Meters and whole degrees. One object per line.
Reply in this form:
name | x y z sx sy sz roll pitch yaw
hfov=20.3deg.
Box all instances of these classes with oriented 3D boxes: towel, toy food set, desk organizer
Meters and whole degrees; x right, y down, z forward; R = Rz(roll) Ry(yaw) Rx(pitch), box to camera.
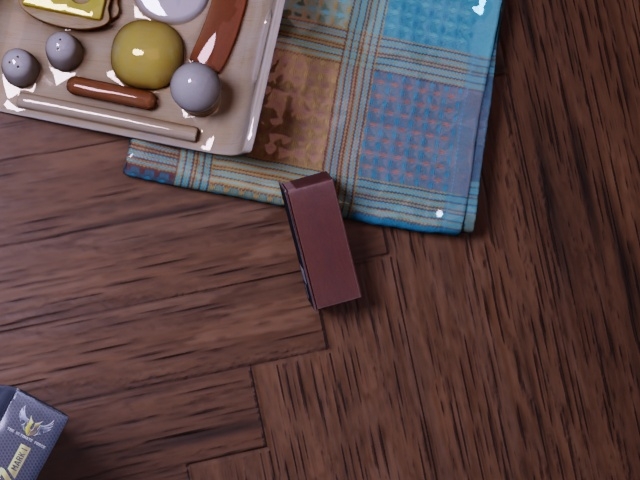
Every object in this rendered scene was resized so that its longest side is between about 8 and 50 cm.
towel | 0.001 -0.163 1.835 0.370 0.040 0.271 10 83 -11
toy food set | -0.193 -0.218 1.746 0.306 0.092 0.219 12 84 1
desk organizer | 0.000 0.000 1.796 0.050 0.047 0.130 -15 105 -5

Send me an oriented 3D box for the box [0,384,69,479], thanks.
box | -0.309 0.225 1.637 0.059 0.233 0.183 30 80 -11
